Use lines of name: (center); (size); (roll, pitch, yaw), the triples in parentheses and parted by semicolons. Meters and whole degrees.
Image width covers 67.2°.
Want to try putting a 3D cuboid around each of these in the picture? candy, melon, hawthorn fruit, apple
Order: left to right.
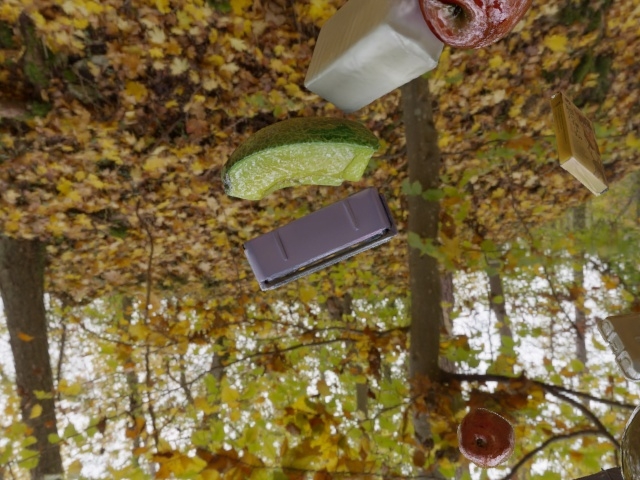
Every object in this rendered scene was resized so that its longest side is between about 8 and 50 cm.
melon: (-0.069, -0.206, 1.213); (0.343, 0.226, 0.331); (1, -162, -20)
candy: (0.118, -0.424, 1.003); (0.144, 0.208, 0.358); (24, 167, -24)
apple: (0.238, -0.390, 0.721); (0.168, 0.181, 0.181); (-49, -155, -19)
hawthorn fruit: (0.507, 0.613, 1.483); (0.189, 0.189, 0.189); (-9, -171, 1)

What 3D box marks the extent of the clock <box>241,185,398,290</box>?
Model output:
clock: (0.000, -0.001, 0.667); (0.193, 0.073, 0.144); (-23, 178, -1)

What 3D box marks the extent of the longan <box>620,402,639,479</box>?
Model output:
longan: (0.445, 0.250, 0.508); (0.214, 0.246, 0.246); (21, -166, 7)

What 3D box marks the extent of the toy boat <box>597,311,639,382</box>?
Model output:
toy boat: (0.673, 0.202, 0.907); (0.269, 0.141, 0.141); (2, -172, -7)

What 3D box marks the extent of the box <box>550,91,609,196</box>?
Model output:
box: (0.331, -0.128, 0.620); (0.020, 0.073, 0.149); (-39, -154, 44)

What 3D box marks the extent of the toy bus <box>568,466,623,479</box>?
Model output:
toy bus: (0.697, 0.690, 1.274); (0.291, 0.133, 0.126); (-20, -128, 9)
